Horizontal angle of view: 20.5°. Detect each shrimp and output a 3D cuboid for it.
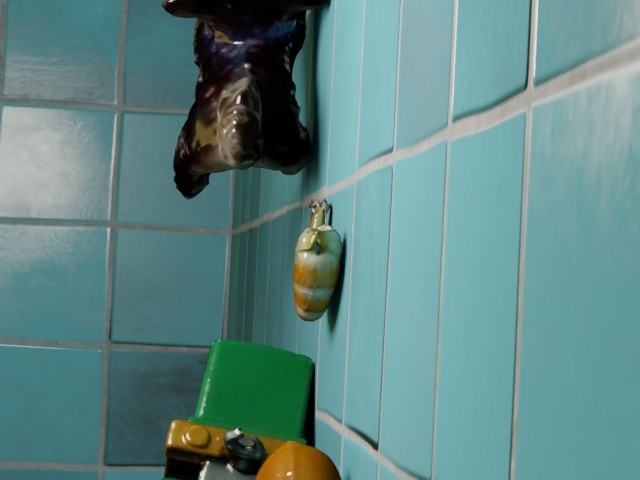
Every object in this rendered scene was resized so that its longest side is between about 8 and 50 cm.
[{"bbox_3d":[0.000,0.000,1.856,0.161,0.049,0.166,99,179,-51],"label":"shrimp"}]

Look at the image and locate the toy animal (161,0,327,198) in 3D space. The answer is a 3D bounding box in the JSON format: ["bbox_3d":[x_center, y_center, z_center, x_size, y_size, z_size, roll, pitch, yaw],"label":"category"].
[{"bbox_3d":[-0.087,-0.230,2.109,0.302,0.194,0.344,102,167,-86],"label":"toy animal"}]

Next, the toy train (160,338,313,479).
[{"bbox_3d":[-0.100,0.284,2.051,0.429,0.178,0.249,104,177,-56],"label":"toy train"}]

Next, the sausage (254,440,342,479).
[{"bbox_3d":[-0.018,0.295,1.591,0.274,0.105,0.105,-95,10,-52],"label":"sausage"}]
